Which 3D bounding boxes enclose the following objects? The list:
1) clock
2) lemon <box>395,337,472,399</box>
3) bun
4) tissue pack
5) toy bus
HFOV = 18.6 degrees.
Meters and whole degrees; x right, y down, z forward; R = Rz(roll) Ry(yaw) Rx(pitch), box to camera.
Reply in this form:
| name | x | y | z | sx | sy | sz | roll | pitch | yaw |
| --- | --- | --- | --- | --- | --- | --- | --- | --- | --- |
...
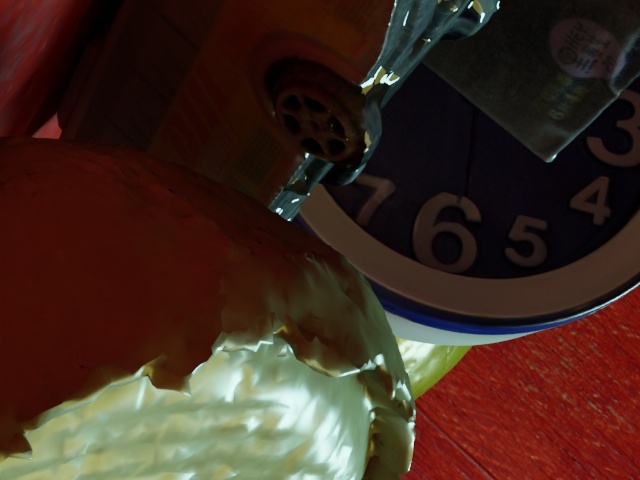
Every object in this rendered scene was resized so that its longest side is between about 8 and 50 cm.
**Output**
| name | x | y | z | sx | sy | sz | roll | pitch | yaw |
| --- | --- | --- | --- | --- | --- | --- | --- | --- | --- |
| clock | 0.068 | -0.067 | 0.898 | 0.230 | 0.230 | 0.083 | -48 | 180 | -16 |
| lemon | 0.001 | -0.003 | 1.207 | 0.236 | 0.236 | 0.263 | -47 | 174 | 16 |
| bun | -0.097 | 0.070 | 0.622 | 0.259 | 0.152 | 0.259 | -28 | 145 | -22 |
| tissue pack | 0.059 | -0.112 | 0.722 | 0.051 | 0.156 | 0.112 | -53 | -177 | -35 |
| toy bus | -0.021 | -0.061 | 0.672 | 0.092 | 0.106 | 0.268 | -48 | 178 | -30 |
